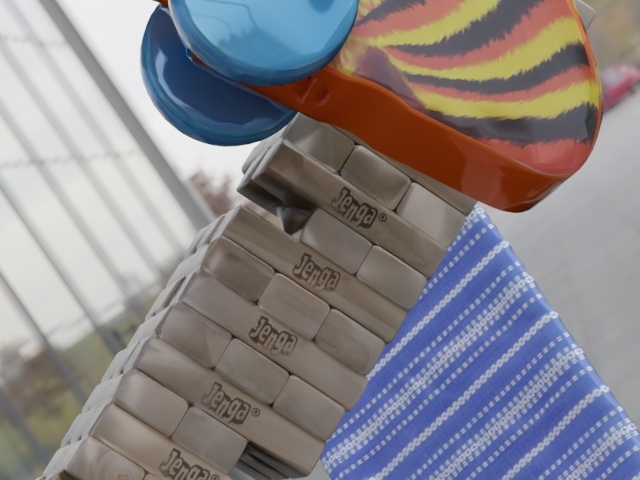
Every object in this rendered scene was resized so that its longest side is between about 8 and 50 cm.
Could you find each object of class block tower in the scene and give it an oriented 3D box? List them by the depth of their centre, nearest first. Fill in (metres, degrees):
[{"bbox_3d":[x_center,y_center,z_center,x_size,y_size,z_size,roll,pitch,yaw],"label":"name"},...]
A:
[{"bbox_3d":[0.000,0.000,0.873,0.335,0.097,0.091,-59,9,-15],"label":"block tower"}]

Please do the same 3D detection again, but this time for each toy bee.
[{"bbox_3d":[-0.025,-0.127,0.748,0.195,0.298,0.162,-13,59,56],"label":"toy bee"}]

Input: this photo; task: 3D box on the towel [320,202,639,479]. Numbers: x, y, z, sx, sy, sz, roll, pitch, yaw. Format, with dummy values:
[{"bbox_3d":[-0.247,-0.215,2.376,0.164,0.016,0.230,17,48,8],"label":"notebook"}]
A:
[{"bbox_3d":[0.108,0.154,1.503,0.243,0.336,0.040,-46,-32,22],"label":"towel"}]
